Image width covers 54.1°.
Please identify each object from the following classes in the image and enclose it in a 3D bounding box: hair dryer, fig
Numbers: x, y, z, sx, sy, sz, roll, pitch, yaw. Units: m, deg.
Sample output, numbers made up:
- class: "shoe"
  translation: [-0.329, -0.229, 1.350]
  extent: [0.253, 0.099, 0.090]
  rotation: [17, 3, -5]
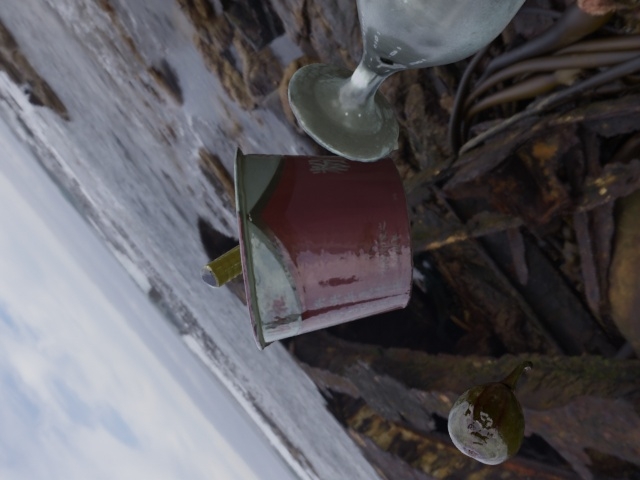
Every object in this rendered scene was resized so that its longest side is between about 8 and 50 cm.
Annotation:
- class: "hair dryer"
  translation: [-0.087, -0.011, 1.026]
  extent: [0.135, 0.279, 0.090]
  rotation: [50, 140, 9]
- class: "fig"
  translation: [0.313, 0.273, 1.070]
  extent: [0.124, 0.236, 0.124]
  rotation: [30, 141, 28]

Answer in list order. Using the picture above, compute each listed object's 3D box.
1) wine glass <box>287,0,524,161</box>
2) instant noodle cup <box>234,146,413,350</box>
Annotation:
- class: "wine glass"
  translation: [0.071, -0.175, 0.488]
  extent: [0.126, 0.126, 0.241]
  rotation: [49, 138, 8]
- class: "instant noodle cup"
  translation: [0.000, 0.000, 0.727]
  extent: [0.235, 0.179, 0.234]
  rotation: [173, 90, -86]
